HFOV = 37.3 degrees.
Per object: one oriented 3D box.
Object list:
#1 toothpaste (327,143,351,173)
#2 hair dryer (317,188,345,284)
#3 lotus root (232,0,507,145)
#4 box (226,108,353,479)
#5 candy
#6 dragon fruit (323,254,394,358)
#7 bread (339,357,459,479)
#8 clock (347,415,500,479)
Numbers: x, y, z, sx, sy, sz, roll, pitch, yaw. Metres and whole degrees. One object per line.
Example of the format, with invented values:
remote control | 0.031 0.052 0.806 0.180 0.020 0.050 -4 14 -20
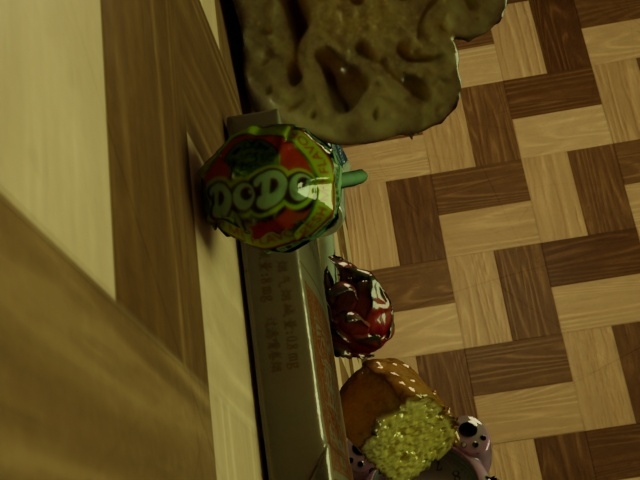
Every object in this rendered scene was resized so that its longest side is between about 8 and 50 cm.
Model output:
toothpaste | -0.013 -0.172 1.330 0.197 0.035 0.057 57 24 -15
hair dryer | 0.000 0.000 1.399 0.131 0.073 0.236 -92 -179 -53
lotus root | 0.047 -0.249 0.989 0.250 0.316 0.316 -121 -160 -77
box | -0.018 0.097 0.795 0.204 0.051 0.365 71 10 -70
candy | -0.007 -0.043 0.711 0.305 0.091 0.083 -23 113 -75
dragon fruit | 0.044 0.100 1.334 0.121 0.130 0.142 -38 146 -35
bread | 0.089 0.240 1.294 0.139 0.143 0.229 39 -11 34
clock | 0.154 0.384 1.367 0.090 0.228 0.247 78 2 -45
